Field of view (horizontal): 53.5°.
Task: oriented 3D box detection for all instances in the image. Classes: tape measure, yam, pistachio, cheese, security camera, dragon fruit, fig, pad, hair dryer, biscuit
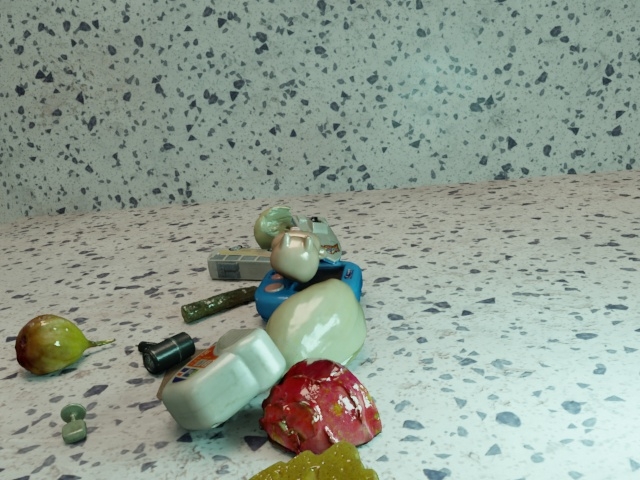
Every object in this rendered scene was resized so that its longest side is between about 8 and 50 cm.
[{"bbox_3d":[-0.202,0.289,1.349,0.265,0.130,0.258,-37,8,-24],"label":"tape measure"},{"bbox_3d":[-0.310,0.194,1.997,0.274,0.061,0.061,-17,18,-37],"label":"yam"},{"bbox_3d":[-0.017,0.226,1.533,0.226,0.207,0.332,37,43,12],"label":"pistachio"},{"bbox_3d":[-0.118,-0.019,2.358,0.266,0.127,0.233,26,-25,-13],"label":"cheese"},{"bbox_3d":[-0.530,0.399,1.363,0.058,0.058,0.092,-10,28,-14],"label":"security camera"},{"bbox_3d":[-0.022,0.327,1.268,0.262,0.189,0.163,1,-14,36],"label":"dragon fruit"},{"bbox_3d":[-0.685,0.278,1.727,0.257,0.159,0.159,4,6,-39],"label":"fig"},{"bbox_3d":[-0.305,0.329,1.600,0.176,0.002,0.266,-6,15,-1],"label":"pad"},{"bbox_3d":[-0.440,0.291,1.683,0.124,0.071,0.219,-22,14,-41],"label":"hair dryer"},{"bbox_3d":[-0.017,0.423,1.078,0.239,0.041,0.212,-5,21,3],"label":"biscuit"}]

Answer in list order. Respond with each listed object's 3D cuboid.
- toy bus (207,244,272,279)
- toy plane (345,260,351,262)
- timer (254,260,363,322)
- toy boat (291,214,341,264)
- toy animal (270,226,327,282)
[{"bbox_3d":[-0.244,0.087,2.302,0.343,0.097,0.138,1,23,19],"label":"toy bus"},{"bbox_3d":[-0.022,0.063,2.168,0.244,0.092,0.229,26,46,3],"label":"toy plane"},{"bbox_3d":[-0.030,0.155,1.925,0.309,0.115,0.340,-5,15,8],"label":"timer"},{"bbox_3d":[0.000,0.000,2.081,0.129,0.088,0.295,5,26,-22],"label":"toy boat"},{"bbox_3d":[-0.068,0.043,1.848,0.166,0.154,0.250,14,9,1],"label":"toy animal"}]
